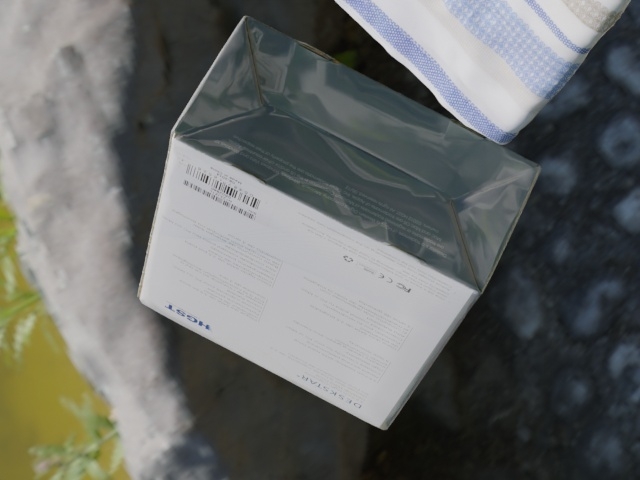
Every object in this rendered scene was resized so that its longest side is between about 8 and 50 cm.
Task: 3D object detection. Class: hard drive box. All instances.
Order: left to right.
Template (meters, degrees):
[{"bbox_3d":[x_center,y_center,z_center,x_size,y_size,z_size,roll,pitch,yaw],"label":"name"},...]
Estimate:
[{"bbox_3d":[0.000,0.000,0.967,0.181,0.089,0.232,28,154,1],"label":"hard drive box"}]

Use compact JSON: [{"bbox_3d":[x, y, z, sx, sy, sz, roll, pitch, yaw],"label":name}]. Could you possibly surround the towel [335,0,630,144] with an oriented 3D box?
[{"bbox_3d":[0.103,-0.193,1.146,0.209,0.034,0.285,44,152,4],"label":"towel"}]
